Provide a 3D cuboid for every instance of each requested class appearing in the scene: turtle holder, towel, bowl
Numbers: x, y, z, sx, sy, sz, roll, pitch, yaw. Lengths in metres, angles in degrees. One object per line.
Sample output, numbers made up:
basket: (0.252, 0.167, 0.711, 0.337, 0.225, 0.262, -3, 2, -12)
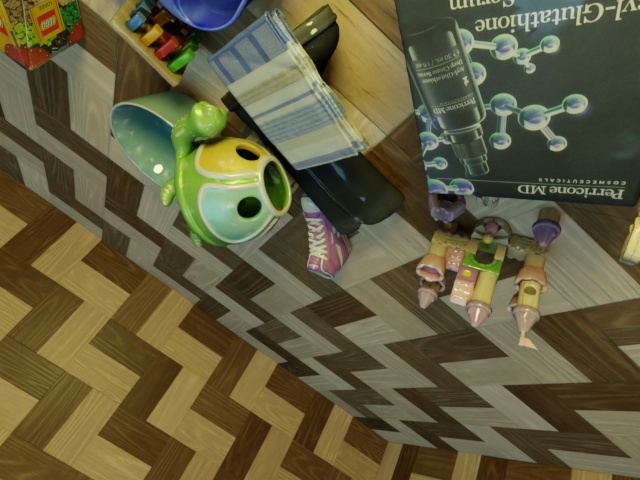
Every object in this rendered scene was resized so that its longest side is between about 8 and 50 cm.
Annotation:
turtle holder: (-0.202, -0.144, 0.937, 0.227, 0.243, 0.321, -4, 103, 26)
towel: (-0.058, -0.252, 0.749, 0.209, 0.034, 0.285, -5, 136, 47)
bowl: (-0.398, -0.287, 1.134, 0.311, 0.163, 0.312, 22, 147, 15)

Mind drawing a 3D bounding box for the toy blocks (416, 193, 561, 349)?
toy blocks: (0.353, 0.072, 0.906, 0.288, 0.260, 0.309, 16, 145, 23)

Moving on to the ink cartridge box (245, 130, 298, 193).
ink cartridge box: (-0.126, -0.202, 1.075, 0.061, 0.104, 0.181, 4, 138, 37)

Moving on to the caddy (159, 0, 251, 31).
caddy: (-0.179, -0.503, 0.642, 0.241, 0.179, 0.341, 41, 146, -17)

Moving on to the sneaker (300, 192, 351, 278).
sneaker: (0.001, 0.000, 1.198, 0.102, 0.161, 0.282, 4, 138, 39)

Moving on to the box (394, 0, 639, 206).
box: (0.288, -0.266, 0.547, 0.293, 0.212, 0.396, 8, 142, 31)

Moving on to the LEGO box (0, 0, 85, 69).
LEGO box: (-0.837, -0.700, 0.906, 0.499, 0.193, 0.372, 32, 148, -2)

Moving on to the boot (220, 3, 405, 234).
boot: (0.034, -0.214, 0.885, 0.445, 0.146, 0.367, 49, 152, -21)

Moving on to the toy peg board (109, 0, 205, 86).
toy peg board: (-0.325, -0.445, 0.857, 0.079, 0.161, 0.160, -21, 137, 27)

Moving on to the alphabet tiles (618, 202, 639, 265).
alphabet tiles: (0.462, -0.104, 0.548, 0.021, 0.285, 0.277, 20, -172, 33)
